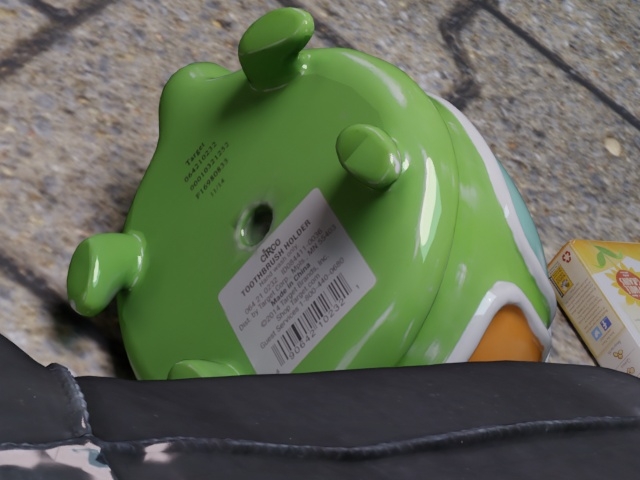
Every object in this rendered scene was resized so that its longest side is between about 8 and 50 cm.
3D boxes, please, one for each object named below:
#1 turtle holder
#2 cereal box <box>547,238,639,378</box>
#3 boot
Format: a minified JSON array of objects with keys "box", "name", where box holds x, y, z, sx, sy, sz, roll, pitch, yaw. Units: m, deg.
[{"box":[-0.004,0.018,1.148,0.227,0.243,0.320,30,-11,-40],"name":"turtle holder"},{"box":[0.290,0.103,1.461,0.173,0.047,0.240,4,45,-41],"name":"cereal box"},{"box":[-0.045,0.078,0.833,0.445,0.146,0.367,-3,36,-36],"name":"boot"}]
